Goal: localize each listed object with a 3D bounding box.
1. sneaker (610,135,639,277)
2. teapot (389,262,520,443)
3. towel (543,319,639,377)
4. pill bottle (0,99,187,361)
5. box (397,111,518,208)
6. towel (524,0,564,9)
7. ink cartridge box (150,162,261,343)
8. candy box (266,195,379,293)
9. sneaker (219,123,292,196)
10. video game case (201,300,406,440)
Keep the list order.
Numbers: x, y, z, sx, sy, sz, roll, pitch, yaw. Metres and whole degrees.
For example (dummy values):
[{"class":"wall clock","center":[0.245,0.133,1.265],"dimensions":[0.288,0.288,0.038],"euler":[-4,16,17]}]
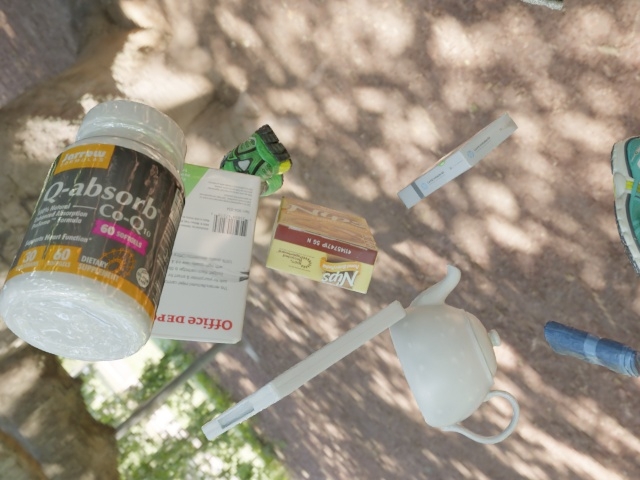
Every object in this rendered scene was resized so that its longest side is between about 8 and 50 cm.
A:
[{"class":"sneaker","center":[0.522,-0.054,1.258],"dimensions":[0.110,0.275,0.107],"euler":[-9,150,27]},{"class":"teapot","center":[0.254,0.224,1.519],"dimensions":[0.252,0.187,0.256],"euler":[-104,-10,-51]},{"class":"towel","center":[0.341,0.136,1.001],"dimensions":[0.119,0.029,0.067],"euler":[19,165,40]},{"class":"pill bottle","center":[-0.244,-0.017,0.909],"dimensions":[0.162,0.278,0.162],"euler":[5,145,3]},{"class":"box","center":[0.232,-0.134,1.370],"dimensions":[0.038,0.145,0.186],"euler":[53,147,-2]},{"class":"towel","center":[0.351,-0.539,1.557],"dimensions":[0.282,0.187,0.049],"euler":[15,136,5]},{"class":"ink cartridge box","center":[-0.219,0.018,1.288],"dimensions":[0.198,0.272,0.115],"euler":[9,177,-27]},{"class":"candy box","center":[0.000,0.000,1.506],"dimensions":[0.183,0.087,0.316],"euler":[16,-169,-4]},{"class":"sneaker","center":[-0.167,-0.155,1.750],"dimensions":[0.134,0.146,0.343],"euler":[58,169,3]},{"class":"video game case","center":[-0.030,0.173,1.033],"dimensions":[0.025,0.204,0.285],"euler":[57,148,6]}]
